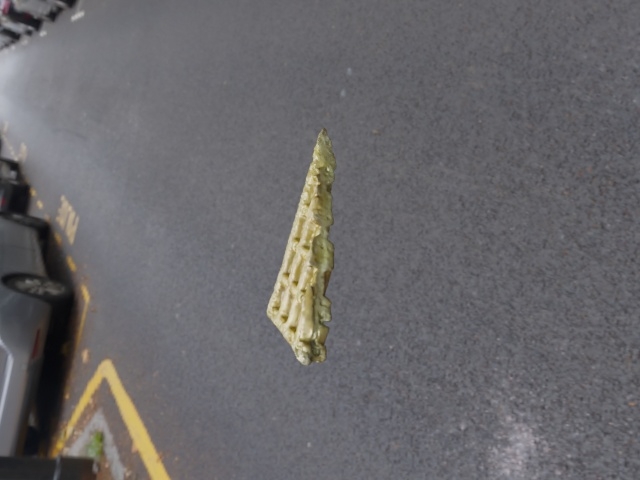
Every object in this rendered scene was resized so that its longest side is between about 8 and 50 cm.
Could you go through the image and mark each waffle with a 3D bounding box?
[{"bbox_3d":[0.000,0.000,0.618,0.125,0.032,0.190,-138,62,-68],"label":"waffle"}]
